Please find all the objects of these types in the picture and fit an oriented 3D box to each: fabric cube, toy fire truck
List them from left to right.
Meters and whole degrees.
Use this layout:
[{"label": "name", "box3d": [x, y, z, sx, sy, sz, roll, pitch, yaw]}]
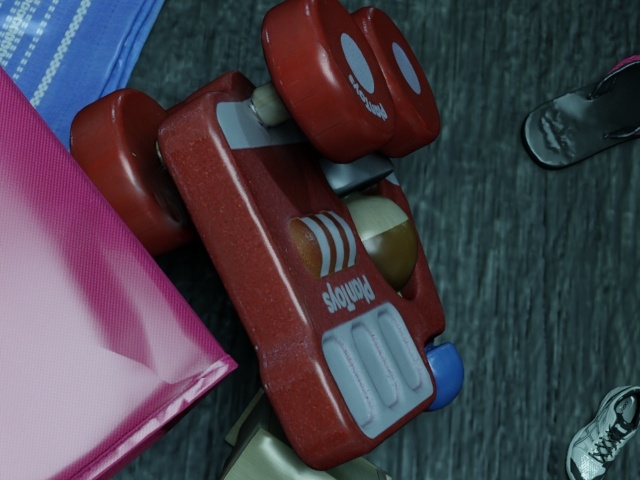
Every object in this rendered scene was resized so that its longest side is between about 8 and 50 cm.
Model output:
[{"label": "fabric cube", "box3d": [-0.241, 0.067, 0.894, 0.254, 0.259, 0.258, -37, 86, -21]}, {"label": "toy fire truck", "box3d": [0.000, 0.000, 0.974, 0.169, 0.302, 0.254, -25, 86, 17]}]

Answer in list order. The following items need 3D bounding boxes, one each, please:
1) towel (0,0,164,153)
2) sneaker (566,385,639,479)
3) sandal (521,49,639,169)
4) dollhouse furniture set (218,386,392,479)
[{"label": "towel", "box3d": [-0.271, -0.206, 1.083, 0.336, 0.040, 0.243, 24, 70, -6]}, {"label": "sneaker", "box3d": [0.198, 0.134, 1.099, 0.032, 0.037, 0.083, 33, 71, -5]}, {"label": "sandal", "box3d": [0.231, -0.104, 1.171, 0.179, 0.040, 0.067, -27, 82, -19]}, {"label": "dollhouse furniture set", "box3d": [-0.064, 0.228, 0.981, 0.212, 0.161, 0.242, 35, 92, -2]}]
